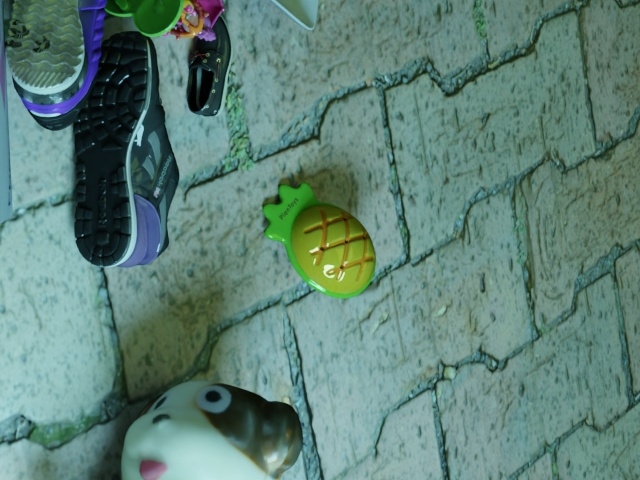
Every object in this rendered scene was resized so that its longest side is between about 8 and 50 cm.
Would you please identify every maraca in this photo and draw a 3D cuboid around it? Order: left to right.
[{"bbox_3d":[0.000,0.000,1.921,0.185,0.099,0.127,42,57,-10],"label":"maraca"}]

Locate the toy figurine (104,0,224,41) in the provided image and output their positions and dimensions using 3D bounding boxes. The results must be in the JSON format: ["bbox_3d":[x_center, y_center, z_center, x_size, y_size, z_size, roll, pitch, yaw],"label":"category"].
[{"bbox_3d":[-0.172,-0.294,1.687,0.159,0.130,0.173,24,31,-57],"label":"toy figurine"}]

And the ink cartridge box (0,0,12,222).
[{"bbox_3d":[-0.358,-0.171,1.382,0.071,0.330,0.324,-1,95,-8],"label":"ink cartridge box"}]

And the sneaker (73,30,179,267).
[{"bbox_3d":[-0.228,-0.110,1.681,0.124,0.107,0.283,1,96,-61],"label":"sneaker"}]

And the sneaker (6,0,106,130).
[{"bbox_3d":[-0.296,-0.253,1.589,0.146,0.102,0.293,92,5,-59],"label":"sneaker"}]

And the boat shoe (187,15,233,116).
[{"bbox_3d":[-0.144,-0.226,1.780,0.042,0.048,0.133,0,97,-55],"label":"boat shoe"}]

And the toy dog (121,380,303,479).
[{"bbox_3d":[-0.138,0.374,1.664,0.395,0.284,0.408,5,87,-47],"label":"toy dog"}]

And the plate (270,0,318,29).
[{"bbox_3d":[-0.085,-0.447,1.798,0.278,0.045,0.277,28,62,-51],"label":"plate"}]
